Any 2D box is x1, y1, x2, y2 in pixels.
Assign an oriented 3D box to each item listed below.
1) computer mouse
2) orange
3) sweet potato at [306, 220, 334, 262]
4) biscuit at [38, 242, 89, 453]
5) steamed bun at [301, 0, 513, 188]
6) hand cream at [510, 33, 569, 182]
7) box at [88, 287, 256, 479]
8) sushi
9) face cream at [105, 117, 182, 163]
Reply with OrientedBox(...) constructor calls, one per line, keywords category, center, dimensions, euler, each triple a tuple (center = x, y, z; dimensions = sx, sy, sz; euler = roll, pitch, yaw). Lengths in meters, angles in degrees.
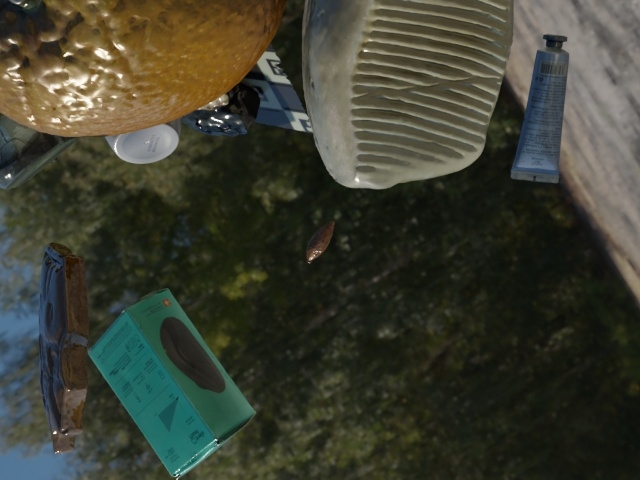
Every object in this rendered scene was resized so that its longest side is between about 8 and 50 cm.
OrientedBox(category="computer mouse", center=(-0.336, -0.114, 1.255), dimensions=(0.068, 0.113, 0.229), euler=(52, 179, -8))
OrientedBox(category="orange", center=(-0.192, -0.249, 0.991), dimensions=(0.322, 0.322, 0.357), euler=(57, -160, -10))
OrientedBox(category="sweet potato", center=(0.000, 0.000, 1.964), dimensions=(0.034, 0.095, 0.034), euler=(28, -155, -14))
OrientedBox(category="biscuit", center=(-0.268, 0.115, 1.126), dimensions=(0.182, 0.034, 0.215), euler=(-164, 75, -68))
OrientedBox(category="steamed bun", center=(0.093, -0.273, 1.422), dimensions=(0.236, 0.247, 0.383), euler=(47, 141, 50))
OrientedBox(category="hand cream", center=(0.413, -0.243, 2.034), dimensions=(0.058, 0.091, 0.271), euler=(-85, 0, -77))
OrientedBox(category="box", center=(-0.287, 0.274, 2.111), dimensions=(0.118, 0.205, 0.311), euler=(-28, -102, -42))
OrientedBox(category="sushi", center=(-0.204, -0.259, 1.800), dimensions=(0.373, 0.296, 0.100), euler=(62, -135, -58))
OrientedBox(category="face cream", center=(-0.249, -0.173, 1.523), dimensions=(0.117, 0.117, 0.104), euler=(46, -158, -55))
